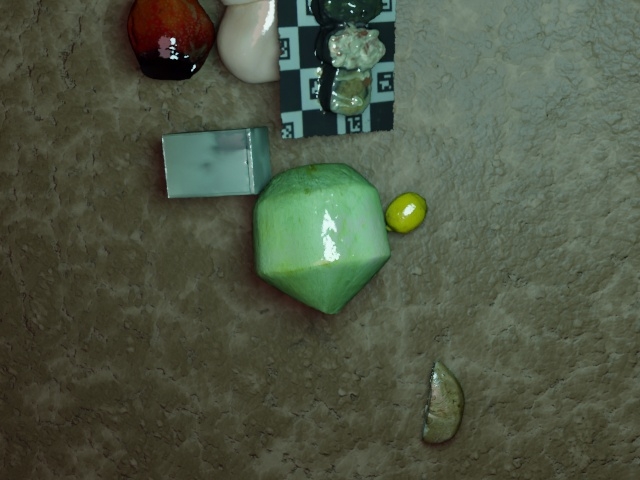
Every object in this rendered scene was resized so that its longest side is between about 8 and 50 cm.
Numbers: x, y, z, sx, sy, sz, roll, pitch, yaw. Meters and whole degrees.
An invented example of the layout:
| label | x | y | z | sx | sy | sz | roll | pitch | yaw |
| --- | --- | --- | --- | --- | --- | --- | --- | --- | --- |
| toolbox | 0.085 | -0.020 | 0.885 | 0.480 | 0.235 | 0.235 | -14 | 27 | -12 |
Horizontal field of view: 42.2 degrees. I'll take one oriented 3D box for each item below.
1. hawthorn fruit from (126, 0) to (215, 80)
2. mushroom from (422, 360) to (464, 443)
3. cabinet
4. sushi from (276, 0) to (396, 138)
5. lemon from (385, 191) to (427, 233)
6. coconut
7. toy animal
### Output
| label | x | y | z | sx | sy | sz | roll | pitch | yaw |
| --- | --- | --- | --- | --- | --- | --- | --- | --- | --- |
| hawthorn fruit | -0.340 | -0.470 | 1.821 | 0.189 | 0.189 | 0.252 | -30 | 77 | 17 |
| mushroom | 0.290 | 0.391 | 1.953 | 0.094 | 0.072 | 0.210 | 9 | 105 | 0 |
| cabinet | -0.231 | -0.177 | 1.877 | 0.205 | 0.150 | 0.145 | -2 | 99 | 13 |
| sushi | 0.063 | -0.395 | 1.697 | 0.296 | 0.100 | 0.373 | -8 | 106 | -30 |
| lemon | 0.189 | -0.059 | 1.857 | 0.110 | 0.082 | 0.082 | -41 | 93 | 11 |
| coconut | 0.000 | 0.000 | 1.806 | 0.328 | 0.281 | 0.329 | 2 | 82 | -11 |
| toy animal | -0.136 | -0.502 | 1.756 | 0.269 | 0.237 | 0.327 | 21 | 109 | -13 |
